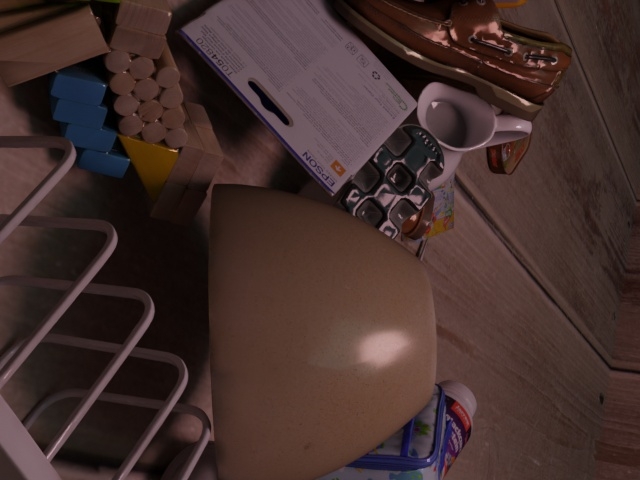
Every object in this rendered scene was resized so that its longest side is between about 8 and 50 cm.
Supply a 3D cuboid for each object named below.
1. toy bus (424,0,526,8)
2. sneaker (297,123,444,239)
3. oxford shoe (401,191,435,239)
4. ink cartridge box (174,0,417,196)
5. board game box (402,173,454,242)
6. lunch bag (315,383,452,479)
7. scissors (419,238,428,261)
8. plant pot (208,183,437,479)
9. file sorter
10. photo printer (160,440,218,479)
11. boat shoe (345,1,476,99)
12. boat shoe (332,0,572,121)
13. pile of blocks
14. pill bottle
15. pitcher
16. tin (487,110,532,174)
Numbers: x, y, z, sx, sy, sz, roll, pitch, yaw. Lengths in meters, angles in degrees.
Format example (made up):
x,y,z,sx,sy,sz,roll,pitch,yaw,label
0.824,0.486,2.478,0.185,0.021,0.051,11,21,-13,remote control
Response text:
x,y,z,sx,sy,sz,roll,pitch,yaw,label
0.191,-0.371,1.029,0.333,0.130,0.108,91,-5,-63,toy bus
0.000,0.000,1.055,0.330,0.146,0.122,-45,110,-17,sneaker
0.128,-0.111,1.312,0.076,0.076,0.212,19,63,-21,oxford shoe
-0.024,-0.167,0.936,0.223,0.045,0.224,48,43,-5,ink cartridge box
0.175,-0.060,1.437,0.154,0.026,0.104,-18,110,-58,board game box
0.074,0.248,1.126,0.219,0.176,0.090,-54,145,-68,lunch bag
0.123,0.118,1.380,0.109,0.021,0.297,34,67,-55,scissors
0.002,0.086,0.820,0.284,0.190,0.284,177,-90,-87,plant pot
-0.217,0.088,0.612,0.173,0.192,0.278,-59,142,-42,file sorter
-0.101,0.376,0.929,0.256,0.107,0.308,48,53,-43,photo printer
0.148,-0.278,1.260,0.342,0.123,0.123,14,76,-49,boat shoe
0.160,-0.249,1.049,0.307,0.111,0.104,18,119,-29,boat shoe
-0.186,-0.167,0.735,0.113,0.148,0.362,-117,-169,-45,pile of blocks
0.178,0.304,1.422,0.193,0.108,0.108,-38,127,-52,pill bottle
0.160,-0.130,1.184,0.177,0.207,0.126,5,76,-20,pitcher
0.372,-0.200,1.753,0.190,0.040,0.106,-47,130,-47,tin
